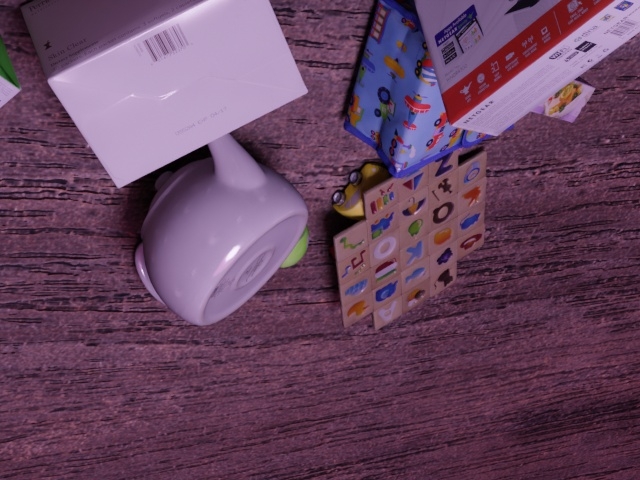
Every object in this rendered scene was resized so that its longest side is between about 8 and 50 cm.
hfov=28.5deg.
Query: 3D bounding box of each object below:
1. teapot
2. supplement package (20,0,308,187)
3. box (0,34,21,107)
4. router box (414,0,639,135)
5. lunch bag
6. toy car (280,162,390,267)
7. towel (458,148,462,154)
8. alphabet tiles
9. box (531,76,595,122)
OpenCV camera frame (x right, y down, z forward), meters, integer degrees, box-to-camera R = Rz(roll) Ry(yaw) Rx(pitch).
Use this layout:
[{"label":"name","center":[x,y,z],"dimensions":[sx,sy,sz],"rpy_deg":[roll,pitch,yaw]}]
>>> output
[{"label":"teapot","center":[-0.155,-0.019,1.714],"dimensions":[0.256,0.187,0.252],"rpy_deg":[-48,167,-2]},{"label":"supplement package","center":[-0.183,-0.225,1.500],"dimensions":[0.262,0.145,0.204],"rpy_deg":[-27,141,-2]},{"label":"box","center":[-0.507,-0.188,1.370],"dimensions":[0.231,0.126,0.262],"rpy_deg":[-38,139,13]},{"label":"router box","center":[0.247,-0.332,1.437],"dimensions":[0.082,0.301,0.335],"rpy_deg":[7,148,-38]},{"label":"lunch bag","center":[0.204,-0.236,1.748],"dimensions":[0.293,0.138,0.221],"rpy_deg":[-16,139,-34]},{"label":"toy car","center":[0.000,0.000,1.912],"dimensions":[0.225,0.053,0.239],"rpy_deg":[-13,138,-18]},{"label":"towel","center":[0.171,-0.127,1.910],"dimensions":[0.083,0.009,0.060],"rpy_deg":[15,125,-38]},{"label":"alphabet tiles","center":[0.145,0.000,1.974],"dimensions":[0.285,0.011,0.342],"rpy_deg":[-31,144,-18]},{"label":"box","center":[0.281,-0.214,1.700],"dimensions":[0.324,0.067,0.063],"rpy_deg":[2,123,-59]}]
